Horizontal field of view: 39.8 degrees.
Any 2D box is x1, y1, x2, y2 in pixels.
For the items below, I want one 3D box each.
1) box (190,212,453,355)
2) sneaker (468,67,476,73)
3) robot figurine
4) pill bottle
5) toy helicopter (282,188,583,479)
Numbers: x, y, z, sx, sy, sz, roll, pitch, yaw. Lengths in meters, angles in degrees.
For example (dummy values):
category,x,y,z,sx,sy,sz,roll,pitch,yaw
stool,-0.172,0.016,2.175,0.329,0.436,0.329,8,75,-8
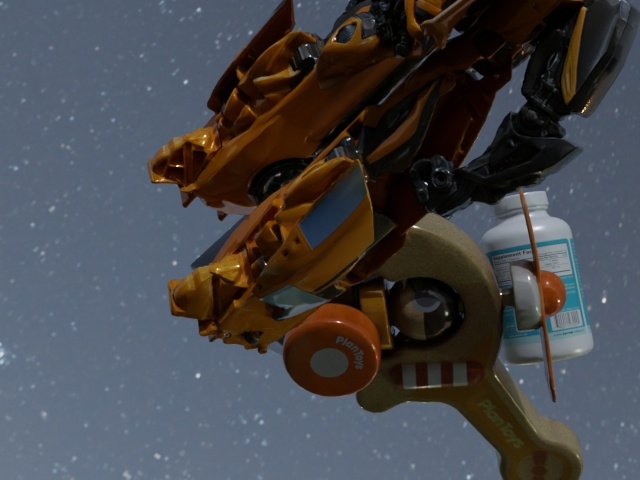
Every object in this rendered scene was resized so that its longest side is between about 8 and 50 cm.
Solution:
category,x,y,z,sx,sy,sz,roll,pitch,yaw
box,0.000,0.000,1.095,0.143,0.270,0.165,52,-17,-20
sneaker,0.141,-0.178,0.942,0.031,0.035,0.083,-4,-36,-19
robot figurine,0.023,-0.077,0.467,0.085,0.211,0.291,19,-51,-38
pill bottle,0.338,0.059,1.405,0.146,0.146,0.264,-14,-98,38
toy helicopter,0.144,0.107,0.804,0.235,0.140,0.355,-33,-66,20
